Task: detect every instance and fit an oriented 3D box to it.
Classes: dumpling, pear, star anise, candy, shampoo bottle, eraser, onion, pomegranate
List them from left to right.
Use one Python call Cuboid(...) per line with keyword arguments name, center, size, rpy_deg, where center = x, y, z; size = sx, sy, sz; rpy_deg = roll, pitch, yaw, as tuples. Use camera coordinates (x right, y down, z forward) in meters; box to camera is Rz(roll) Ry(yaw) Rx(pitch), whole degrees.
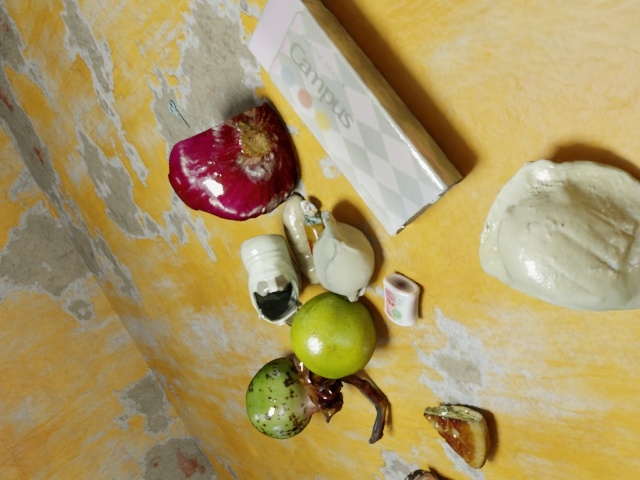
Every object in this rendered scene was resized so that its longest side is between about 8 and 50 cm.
Cuboid(name="onion", center=(-0.171, -0.132, 1.240), size=(0.207, 0.206, 0.216), rpy_deg=(59, 150, -6))
Cuboid(name="pomegranate", center=(-0.067, 0.407, 1.651), size=(0.247, 0.214, 0.214), rpy_deg=(-8, 119, 14))
Cuboid(name="candy", center=(0.000, 0.000, 1.285), size=(0.053, 0.046, 0.182), rpy_deg=(18, 128, 51))
Cuboid(name="star anise", center=(0.035, 0.331, 1.466), size=(0.347, 0.148, 0.237), rpy_deg=(54, 172, -2))
Cuboid(name="pear", center=(0.035, 0.174, 1.306), size=(0.180, 0.216, 0.166), rpy_deg=(21, -178, 10))
Cuboid(name="dumpling", center=(0.037, 0.024, 1.210), size=(0.181, 0.111, 0.155), rpy_deg=(110, 154, -43))
Cuboid(name="eraser", center=(0.044, -0.203, 0.989), size=(0.397, 0.082, 0.213), rpy_deg=(53, 149, 6))
Cuboid(name="shampoo bottle", center=(0.151, 0.116, 1.181), size=(0.072, 0.043, 0.099), rpy_deg=(31, 141, 36))
Cuboid(name="dumpling", center=(0.314, -0.008, 0.768), size=(0.252, 0.131, 0.180), rpy_deg=(16, 108, 35))

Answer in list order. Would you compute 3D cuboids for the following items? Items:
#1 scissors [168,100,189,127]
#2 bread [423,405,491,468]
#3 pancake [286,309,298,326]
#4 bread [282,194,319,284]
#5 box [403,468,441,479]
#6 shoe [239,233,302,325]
Cuboid(name="scissors", center=(-0.340, -0.299, 1.516), size=(0.083, 0.006, 0.036), rpy_deg=(50, 151, 9))
Cuboid(name="bread", center=(0.282, 0.361, 1.219), size=(0.154, 0.054, 0.136), rpy_deg=(43, 149, 11))
Cuboid(name="pancake", center=(-0.086, 0.174, 1.604), size=(0.115, 0.011, 0.115), rpy_deg=(36, 143, 33))
Cuboid(name="bread", center=(-0.040, 0.005, 1.338), size=(0.073, 0.053, 0.215), rpy_deg=(19, 134, 51))
Cuboid(name="box", center=(0.260, 0.598, 1.392), size=(0.135, 0.151, 0.151), rpy_deg=(1, 120, 46))
Cuboid(name="shoe", center=(-0.094, 0.119, 1.364), size=(0.316, 0.124, 0.159), rpy_deg=(76, 177, -59))
